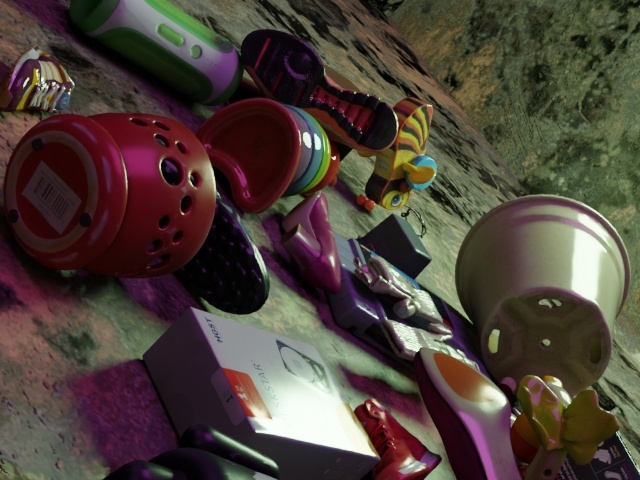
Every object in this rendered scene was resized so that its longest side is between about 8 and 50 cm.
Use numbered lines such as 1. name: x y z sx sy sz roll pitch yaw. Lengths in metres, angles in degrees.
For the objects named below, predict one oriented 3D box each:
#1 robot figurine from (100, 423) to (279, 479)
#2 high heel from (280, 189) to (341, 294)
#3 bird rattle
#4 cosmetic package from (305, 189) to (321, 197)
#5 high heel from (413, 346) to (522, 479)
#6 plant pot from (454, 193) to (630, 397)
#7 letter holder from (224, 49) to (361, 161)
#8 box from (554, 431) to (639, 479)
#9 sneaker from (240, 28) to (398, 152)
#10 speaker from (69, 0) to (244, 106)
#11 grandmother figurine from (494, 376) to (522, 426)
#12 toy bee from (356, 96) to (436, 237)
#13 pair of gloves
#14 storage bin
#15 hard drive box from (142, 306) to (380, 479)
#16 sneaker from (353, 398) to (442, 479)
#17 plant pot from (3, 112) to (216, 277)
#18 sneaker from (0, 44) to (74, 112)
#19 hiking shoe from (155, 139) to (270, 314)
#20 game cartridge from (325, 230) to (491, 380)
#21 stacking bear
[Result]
1. robot figurine: -0.075 0.274 0.991 0.278 0.209 0.174 31 -16 -36
2. high heel: 0.000 0.000 1.921 0.117 0.082 0.244 50 13 -13
3. bird rattle: 0.318 0.305 1.697 0.143 0.253 0.207 13 23 -1
4. cosmetic package: -0.042 -0.131 2.166 0.115 0.041 0.060 42 18 -11
5. high heel: 0.196 0.312 1.588 0.127 0.181 0.377 10 30 -30
6. plant pot: 0.405 0.123 2.155 0.334 0.334 0.305 43 22 -9
7. letter holder: -0.060 -0.294 2.311 0.302 0.152 0.214 19 30 -54
8. box: 0.438 0.419 1.779 0.247 0.142 0.163 56 8 -35
9. sneaker: -0.020 -0.245 2.089 0.314 0.116 0.136 35 -17 -13
10. speaker: -0.267 -0.336 1.981 0.297 0.131 0.131 30 24 -40
11. grandmother figurine: 0.335 0.315 1.932 0.342 0.104 0.207 19 38 -56
12. toy bee: 0.151 -0.124 2.362 0.162 0.195 0.298 -21 105 -34
13. pair of gloves: 0.152 0.121 1.869 0.204 0.042 0.240 31 22 -38
14. storage bin: 0.131 0.018 2.146 0.098 0.091 0.135 27 24 -44
15. hard drive box: -0.064 0.191 1.342 0.232 0.089 0.181 22 29 -50
16. sneaker: 0.072 0.272 1.512 0.128 0.087 0.221 41 4 14
17. plant pot: -0.238 -0.054 1.326 0.191 0.191 0.174 53 22 21
18. sneaker: -0.366 -0.199 1.553 0.084 0.069 0.185 35 21 -14
19. hiking shoe: -0.154 -0.030 1.582 0.304 0.113 0.132 51 19 17
20. game cartridge: 0.141 0.129 1.985 0.355 0.068 0.230 34 25 -32
21. stacking bear: -0.056 -0.141 1.992 0.175 0.164 0.289 51 14 15
